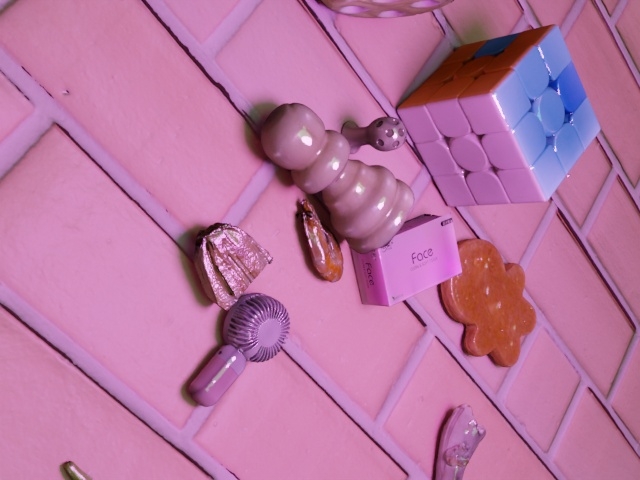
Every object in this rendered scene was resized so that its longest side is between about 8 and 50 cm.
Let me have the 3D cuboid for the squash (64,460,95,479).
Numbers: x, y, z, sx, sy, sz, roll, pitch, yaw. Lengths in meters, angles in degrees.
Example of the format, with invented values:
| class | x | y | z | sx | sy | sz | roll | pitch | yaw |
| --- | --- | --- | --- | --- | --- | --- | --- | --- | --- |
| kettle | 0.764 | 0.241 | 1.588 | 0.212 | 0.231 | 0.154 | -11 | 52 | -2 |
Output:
| class | x | y | z | sx | sy | sz | roll | pitch | yaw |
| --- | --- | --- | --- | --- | --- | --- | --- | --- | --- |
| squash | -0.396 | 0.401 | 1.331 | 0.089 | 0.027 | 0.027 | 51 | 60 | -25 |

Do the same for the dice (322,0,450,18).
| class | x | y | z | sx | sy | sz | roll | pitch | yaw |
| --- | --- | --- | --- | --- | --- | --- | --- | --- | --- |
| dice | 0.135 | -0.600 | 1.624 | 0.252 | 0.250 | 0.254 | -7 | 93 | -39 |

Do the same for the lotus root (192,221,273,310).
| class | x | y | z | sx | sy | sz | roll | pitch | yaw |
| --- | --- | --- | --- | --- | --- | --- | --- | --- | --- |
| lotus root | -0.178 | 0.032 | 1.482 | 0.143 | 0.070 | 0.144 | -42 | 119 | -25 |

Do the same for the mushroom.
| class | x | y | z | sx | sy | sz | roll | pitch | yaw |
| --- | --- | --- | --- | --- | --- | --- | --- | --- | --- |
| mushroom | 0.319 | 0.520 | 1.870 | 0.096 | 0.099 | 0.278 | 14 | 85 | -24 |

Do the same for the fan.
| class | x | y | z | sx | sy | sz | roll | pitch | yaw |
| --- | --- | --- | --- | --- | --- | --- | --- | --- | --- |
| fan | -0.155 | 0.207 | 1.502 | 0.244 | 0.074 | 0.130 | -48 | 129 | -23 |

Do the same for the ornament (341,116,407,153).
| class | x | y | z | sx | sy | sz | roll | pitch | yaw |
| --- | --- | --- | --- | --- | --- | --- | --- | --- | --- |
| ornament | 0.116 | -0.220 | 1.665 | 0.081 | 0.156 | 0.075 | -4 | 93 | -38 |

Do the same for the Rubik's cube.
| class | x | y | z | sx | sy | sz | roll | pitch | yaw |
| --- | --- | --- | --- | --- | --- | --- | --- | --- | --- |
| Rubik's cube | 0.408 | -0.276 | 1.818 | 0.291 | 0.291 | 0.290 | -45 | 116 | -29 |

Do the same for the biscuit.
| class | x | y | z | sx | sy | sz | roll | pitch | yaw |
| --- | --- | --- | --- | --- | --- | --- | --- | --- | --- |
| biscuit | 0.410 | 0.150 | 1.967 | 0.355 | 0.052 | 0.275 | 45 | 63 | -28 |

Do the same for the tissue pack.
| class | x | y | z | sx | sy | sz | roll | pitch | yaw |
| --- | --- | --- | --- | --- | --- | --- | --- | --- | --- |
| tissue pack | 0.195 | 0.042 | 1.768 | 0.246 | 0.092 | 0.148 | -21 | 104 | -38 |

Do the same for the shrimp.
| class | x | y | z | sx | sy | sz | roll | pitch | yaw |
| --- | --- | --- | --- | --- | --- | --- | --- | --- | --- |
| shrimp | 0.000 | 0.000 | 1.648 | 0.101 | 0.042 | 0.190 | -48 | 119 | -52 |

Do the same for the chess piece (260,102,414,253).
| class | x | y | z | sx | sy | sz | roll | pitch | yaw |
| --- | --- | --- | --- | --- | --- | --- | --- | --- | --- |
| chess piece | 0.018 | -0.137 | 1.589 | 0.330 | 0.182 | 0.182 | 40 | 66 | -25 |
